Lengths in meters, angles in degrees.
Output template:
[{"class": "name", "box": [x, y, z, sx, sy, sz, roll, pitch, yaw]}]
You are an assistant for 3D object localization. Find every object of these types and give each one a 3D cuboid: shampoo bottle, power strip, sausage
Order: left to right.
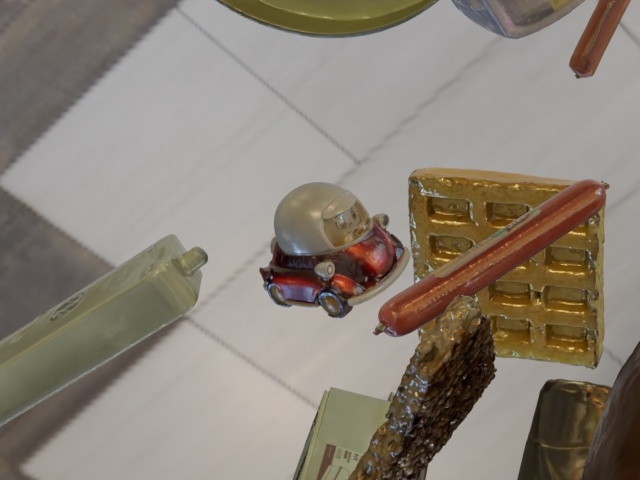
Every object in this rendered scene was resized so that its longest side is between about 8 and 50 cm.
[{"class": "power strip", "box": [-0.269, 0.112, 1.578, 0.385, 0.091, 0.062, -31, 109, 14]}, {"class": "sausage", "box": [0.125, 0.012, 1.135, 0.223, 0.029, 0.029, -31, 132, -23]}, {"class": "shampoo bottle", "box": [0.201, 0.288, 1.309, 0.084, 0.350, 0.125, 26, 156, -37]}, {"class": "sausage", "box": [0.322, -0.249, 1.792, 0.147, 0.030, 0.035, -63, 155, 3]}]

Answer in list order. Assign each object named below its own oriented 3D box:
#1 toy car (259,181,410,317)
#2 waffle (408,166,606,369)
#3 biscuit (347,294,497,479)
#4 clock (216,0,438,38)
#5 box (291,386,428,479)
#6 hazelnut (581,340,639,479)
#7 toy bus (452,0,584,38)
[{"class": "toy car", "box": [0.000, 0.000, 1.480, 0.112, 0.139, 0.112, -42, 121, -42]}, {"class": "waffle", "box": [0.217, 0.029, 1.837, 0.221, 0.055, 0.248, 6, 124, 18]}, {"class": "biscuit", "box": [0.066, 0.111, 1.007, 0.131, 0.026, 0.237, -53, 166, -7]}, {"class": "clock", "box": [-0.007, -0.221, 0.839, 0.235, 0.029, 0.235, 12, 123, 18]}, {"class": "box", "box": [0.041, 0.350, 2.130, 0.166, 0.290, 0.220, 20, 122, 0]}, {"class": "hazelnut", "box": [0.380, 0.176, 1.083, 0.421, 0.353, 0.421, -5, 117, -11]}, {"class": "toy bus", "box": [0.080, -0.242, 0.984, 0.106, 0.092, 0.268, -42, 124, -3]}]
